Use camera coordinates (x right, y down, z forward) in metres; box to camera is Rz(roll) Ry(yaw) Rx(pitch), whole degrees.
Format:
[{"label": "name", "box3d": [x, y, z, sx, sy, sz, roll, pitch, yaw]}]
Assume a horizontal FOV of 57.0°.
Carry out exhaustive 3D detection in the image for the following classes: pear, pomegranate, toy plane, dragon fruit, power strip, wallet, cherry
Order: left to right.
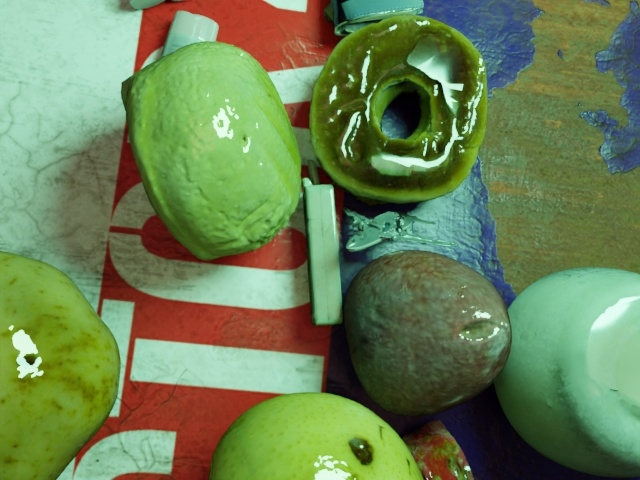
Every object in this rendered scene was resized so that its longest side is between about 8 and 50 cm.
[{"label": "pomegranate", "box3d": [-0.463, 0.180, 0.772, 0.409, 0.410, 0.411, 1, 83, -7]}, {"label": "pear", "box3d": [-0.010, 0.392, 0.843, 0.347, 0.348, 0.349, 1, 83, -7]}, {"label": "power strip", "box3d": [0.000, 0.000, 1.011, 0.053, 0.093, 0.288, -3, 84, -4]}, {"label": "wallet", "box3d": [0.091, -0.480, 1.067, 0.169, 0.069, 0.231, -7, 66, -1]}, {"label": "toy plane", "box3d": [0.109, -0.018, 0.979, 0.225, 0.226, 0.058, 21, 106, 32]}, {"label": "cherry", "box3d": [0.164, 0.141, 0.928, 0.221, 0.307, 0.262, -6, 83, -45]}, {"label": "dragon fruit", "box3d": [0.185, 0.432, 0.928, 0.134, 0.211, 0.262, -9, 78, -15]}]

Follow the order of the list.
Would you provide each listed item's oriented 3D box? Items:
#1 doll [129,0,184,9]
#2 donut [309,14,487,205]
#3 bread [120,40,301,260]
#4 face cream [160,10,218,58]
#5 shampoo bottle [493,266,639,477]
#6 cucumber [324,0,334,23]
[{"label": "doll", "box3d": [-0.304, -0.543, 1.029, 0.215, 0.161, 0.257, -18, 102, -22]}, {"label": "donut", "box3d": [0.140, -0.212, 1.034, 0.329, 0.160, 0.330, 0, 85, 5]}, {"label": "bread", "box3d": [-0.156, -0.139, 0.905, 0.237, 0.320, 0.321, -25, 86, 5]}, {"label": "face cream", "box3d": [-0.244, -0.303, 1.041, 0.084, 0.057, 0.199, 16, 79, -5]}, {"label": "shampoo bottle", "box3d": [0.441, 0.203, 0.924, 0.322, 0.317, 0.323, 1, 85, -7]}, {"label": "cucumber", "box3d": [0.056, -0.433, 1.101, 0.107, 0.035, 0.067, -29, 76, -12]}]
